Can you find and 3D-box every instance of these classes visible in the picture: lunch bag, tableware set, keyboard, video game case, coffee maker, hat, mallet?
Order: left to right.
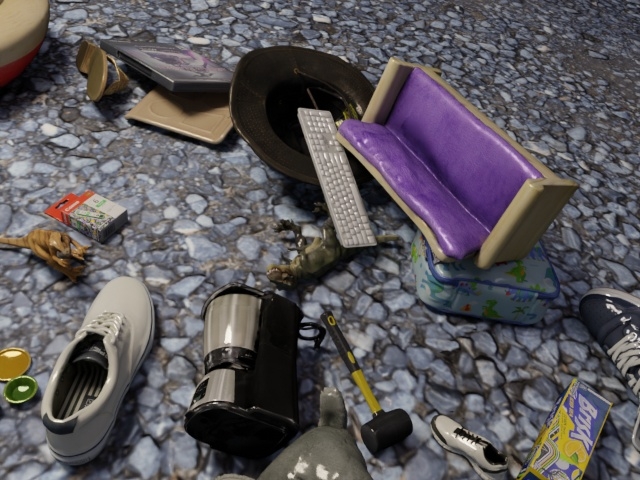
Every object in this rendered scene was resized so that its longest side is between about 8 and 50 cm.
[{"bbox_3d":[-0.410,0.148,0.687,0.104,0.024,0.154,-21,53,-32],"label":"tableware set"},{"bbox_3d":[-0.299,-0.363,1.181,0.274,0.026,0.196,33,32,33],"label":"video game case"},{"bbox_3d":[-0.069,0.159,0.693,0.171,0.120,0.178,7,44,-9],"label":"coffee maker"},{"bbox_3d":[-0.033,-0.204,1.048,0.331,0.134,0.332,14,61,-26],"label":"hat"},{"bbox_3d":[0.027,-0.107,0.942,0.072,0.014,0.256,-7,70,-34],"label":"keyboard"},{"bbox_3d":[0.042,0.179,0.732,0.062,0.039,0.190,-23,68,-33],"label":"mallet"},{"bbox_3d":[0.259,0.038,0.926,0.218,0.090,0.176,10,41,-5],"label":"lunch bag"}]

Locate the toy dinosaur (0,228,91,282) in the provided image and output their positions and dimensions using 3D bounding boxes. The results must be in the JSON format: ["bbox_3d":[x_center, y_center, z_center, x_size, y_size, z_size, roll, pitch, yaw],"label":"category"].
[{"bbox_3d":[-0.386,0.005,0.796,0.211,0.112,0.064,-4,55,37],"label":"toy dinosaur"}]

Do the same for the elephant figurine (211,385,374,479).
[{"bbox_3d":[-0.058,0.289,0.541,0.239,0.170,0.186,-14,26,-11],"label":"elephant figurine"}]

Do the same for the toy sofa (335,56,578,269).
[{"bbox_3d":[0.192,-0.132,0.889,0.177,0.150,0.363,-3,44,-36],"label":"toy sofa"}]

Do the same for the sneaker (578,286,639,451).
[{"bbox_3d":[0.459,0.192,0.808,0.153,0.099,0.282,-20,56,-33],"label":"sneaker"}]

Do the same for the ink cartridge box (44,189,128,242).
[{"bbox_3d":[-0.368,-0.046,0.893,0.115,0.029,0.063,25,45,11],"label":"ink cartridge box"}]

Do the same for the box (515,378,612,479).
[{"bbox_3d":[0.315,0.259,0.733,0.059,0.054,0.169,34,46,20],"label":"box"}]

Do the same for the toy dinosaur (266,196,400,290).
[{"bbox_3d":[0.000,0.000,0.919,0.268,0.064,0.118,-22,68,-35],"label":"toy dinosaur"}]

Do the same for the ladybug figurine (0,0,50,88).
[{"bbox_3d":[-0.682,-0.365,1.046,0.304,0.162,0.449,22,44,9],"label":"ladybug figurine"}]

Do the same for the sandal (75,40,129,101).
[{"bbox_3d":[-0.425,-0.336,1.144,0.079,0.088,0.240,14,23,-40],"label":"sandal"}]

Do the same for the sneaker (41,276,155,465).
[{"bbox_3d":[-0.259,0.132,0.691,0.094,0.091,0.258,6,44,-8],"label":"sneaker"}]

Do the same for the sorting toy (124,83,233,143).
[{"bbox_3d":[-0.256,-0.264,1.147,0.208,0.038,0.193,15,43,7],"label":"sorting toy"}]

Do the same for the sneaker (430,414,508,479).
[{"bbox_3d":[0.189,0.253,0.716,0.109,0.044,0.040,34,49,22],"label":"sneaker"}]
